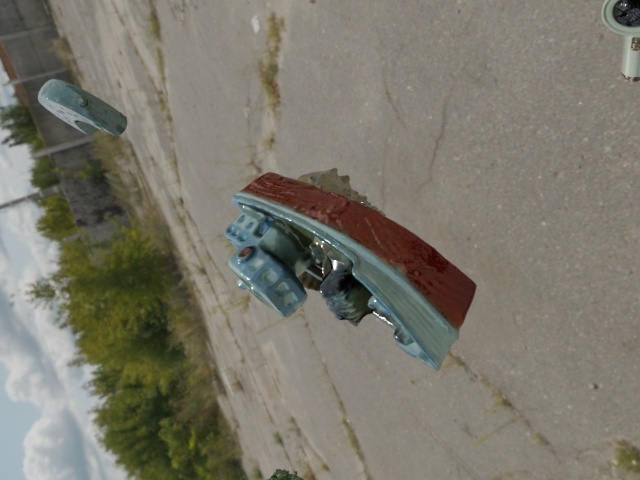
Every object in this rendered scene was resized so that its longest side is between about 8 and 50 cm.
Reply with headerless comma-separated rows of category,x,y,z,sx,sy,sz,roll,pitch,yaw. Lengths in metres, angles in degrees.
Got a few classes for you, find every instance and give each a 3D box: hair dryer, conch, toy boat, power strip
hair dryer,0.704,-0.476,1.230,0.128,0.203,0.362,12,156,30
conch,0.009,-0.005,1.051,0.324,0.186,0.263,-1,118,57
toy boat,0.011,0.038,0.589,0.332,0.133,0.145,27,159,46
power strip,-0.433,-0.237,1.005,0.137,0.044,0.216,33,168,-35

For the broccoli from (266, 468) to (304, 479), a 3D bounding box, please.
broccoli,-0.102,0.528,0.966,0.270,0.270,0.270,39,177,-30
